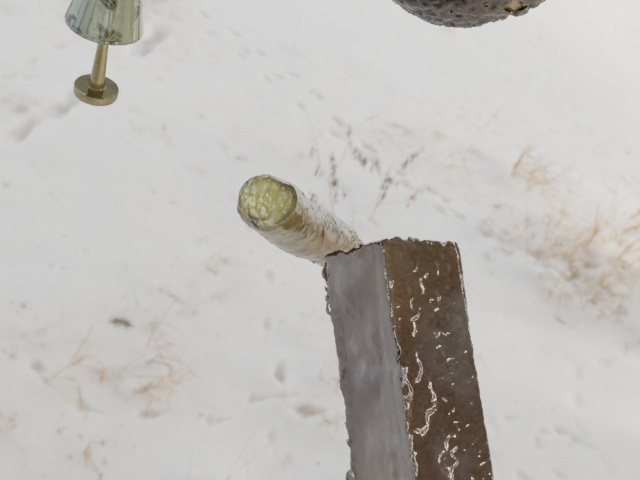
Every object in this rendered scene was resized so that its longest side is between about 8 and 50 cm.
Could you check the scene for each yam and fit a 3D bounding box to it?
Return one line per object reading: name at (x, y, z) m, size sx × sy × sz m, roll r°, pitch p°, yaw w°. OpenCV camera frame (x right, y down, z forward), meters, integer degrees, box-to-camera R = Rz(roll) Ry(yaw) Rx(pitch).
yam at (0.000, 0.000, 0.979) m, size 0.066 × 0.066 × 0.300 m, roll 44°, pitch 4°, yaw 25°

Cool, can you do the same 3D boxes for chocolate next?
chocolate at (0.090, 0.159, 0.884) m, size 0.112 × 0.112 × 0.321 m, roll -4°, pitch 83°, yaw -33°

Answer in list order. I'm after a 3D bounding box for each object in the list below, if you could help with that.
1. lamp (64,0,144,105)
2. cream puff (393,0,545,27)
lamp at (-0.335, -0.317, 1.441) m, size 0.121 × 0.214 × 0.121 m, roll 13°, pitch 39°, yaw -11°
cream puff at (0.163, -0.330, 0.957) m, size 0.165 × 0.239 × 0.239 m, roll 4°, pitch 40°, yaw -41°
